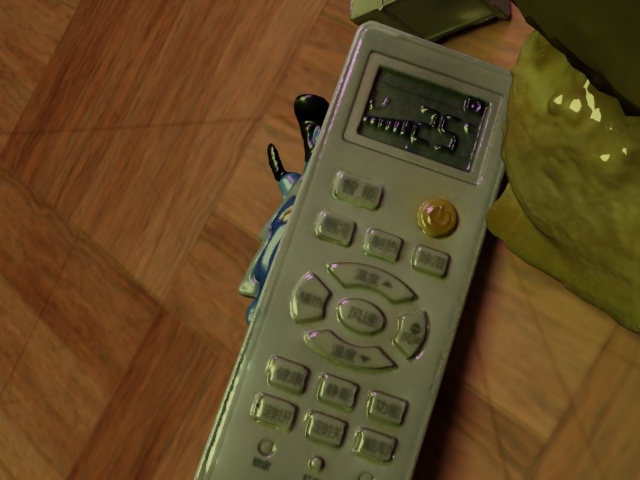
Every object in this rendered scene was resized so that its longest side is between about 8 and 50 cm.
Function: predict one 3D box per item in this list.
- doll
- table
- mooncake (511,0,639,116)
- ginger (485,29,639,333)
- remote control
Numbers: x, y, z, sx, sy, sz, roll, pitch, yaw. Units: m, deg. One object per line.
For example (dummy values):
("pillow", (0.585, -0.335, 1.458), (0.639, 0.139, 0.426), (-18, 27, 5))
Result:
("doll", (0.000, 0.000, 0.628), (0.096, 0.070, 0.195), (5, 70, 11))
("table", (0.069, -0.173, 0.635), (0.083, 0.062, 0.079), (-17, 63, 36))
("mooncake", (0.246, -0.195, 0.348), (0.393, 0.246, 0.394), (-15, 44, 12))
("ginger", (0.165, -0.032, 0.465), (0.193, 0.122, 0.115), (31, 74, 38))
("remote control", (0.024, 0.032, 0.565), (0.055, 0.109, 0.313), (112, 178, -75))
